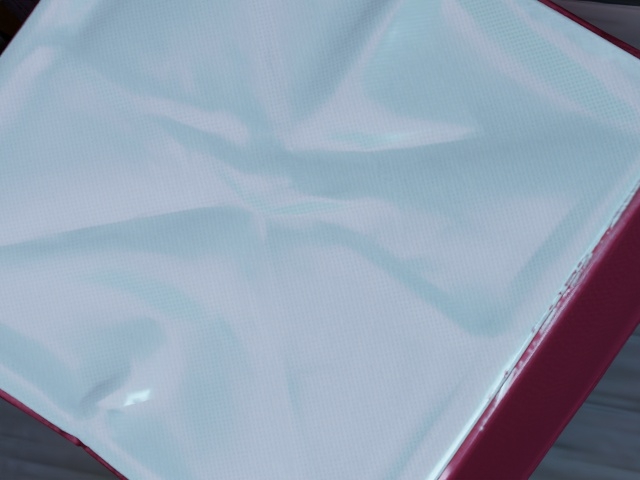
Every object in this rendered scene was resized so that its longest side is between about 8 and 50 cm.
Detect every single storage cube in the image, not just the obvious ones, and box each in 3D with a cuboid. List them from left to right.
[{"bbox_3d":[0.000,0.000,0.617,0.184,0.193,0.215,35,89,14],"label":"storage cube"}]

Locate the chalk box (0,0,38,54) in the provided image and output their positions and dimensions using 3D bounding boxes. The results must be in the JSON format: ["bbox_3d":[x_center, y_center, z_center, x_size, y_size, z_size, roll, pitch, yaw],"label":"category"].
[{"bbox_3d":[-0.235,-0.017,0.686,0.289,0.179,0.180,-45,77,5],"label":"chalk box"}]
